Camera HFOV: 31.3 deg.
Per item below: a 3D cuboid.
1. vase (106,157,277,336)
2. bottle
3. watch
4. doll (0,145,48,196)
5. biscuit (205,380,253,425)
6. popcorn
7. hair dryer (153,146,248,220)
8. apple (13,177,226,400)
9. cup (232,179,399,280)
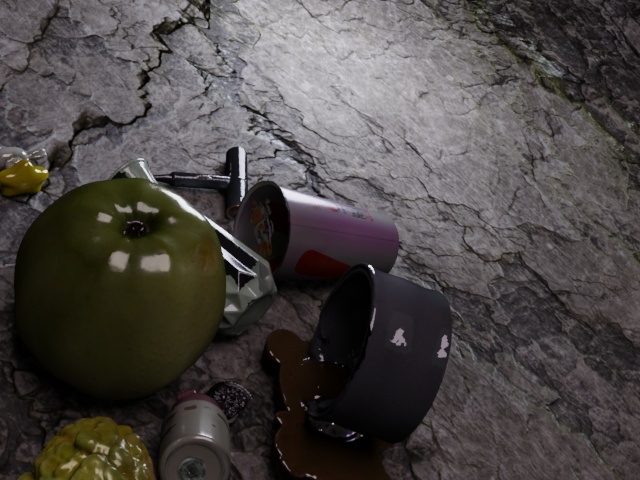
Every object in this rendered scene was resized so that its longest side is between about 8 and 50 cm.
[{"bbox_3d":[-0.240,0.008,2.070,0.360,0.165,0.165,44,43,16],"label":"vase"},{"bbox_3d":[-0.196,0.311,1.792,0.110,0.110,0.233,24,9,-11],"label":"bottle"},{"bbox_3d":[0.084,0.226,1.934,0.314,0.327,0.335,20,44,-15],"label":"watch"},{"bbox_3d":[-0.560,-0.136,2.065,0.135,0.071,0.113,6,41,-21],"label":"doll"},{"bbox_3d":[-0.157,0.279,1.958,0.089,0.027,0.087,7,48,-28],"label":"biscuit"},{"bbox_3d":[-0.322,0.384,1.632,0.212,0.259,0.259,-13,55,-7],"label":"popcorn"},{"bbox_3d":[-0.237,-0.132,2.278,0.195,0.050,0.173,14,43,-17],"label":"hair dryer"},{"bbox_3d":[-0.317,0.068,1.839,0.357,0.357,0.357,17,45,-18],"label":"apple"},{"bbox_3d":[0.000,0.000,2.212,0.288,0.203,0.203,6,49,-36],"label":"cup"}]
